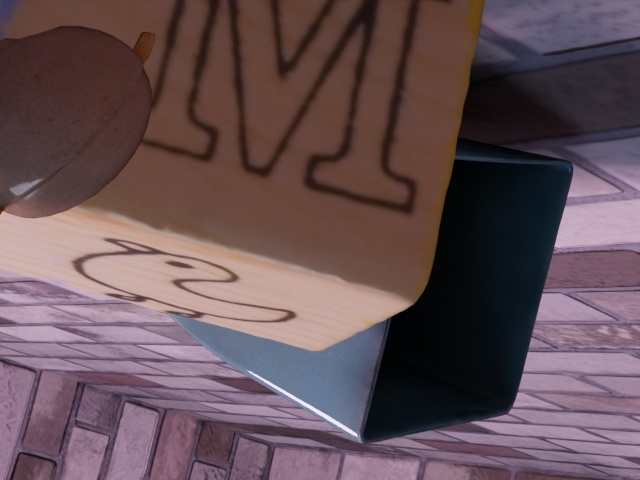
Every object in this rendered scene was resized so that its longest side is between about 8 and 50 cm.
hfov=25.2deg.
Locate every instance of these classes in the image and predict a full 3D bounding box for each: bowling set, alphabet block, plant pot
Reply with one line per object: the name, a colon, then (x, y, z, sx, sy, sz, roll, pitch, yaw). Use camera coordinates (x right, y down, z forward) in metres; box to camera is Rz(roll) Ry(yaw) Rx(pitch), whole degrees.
bowling set: (-0.044, -0.151, 0.372, 0.200, 0.287, 0.154, 51, 159, -22)
alphabet block: (-0.050, -0.071, 0.665, 0.197, 0.193, 0.192, 15, 168, -9)
plant pot: (0.000, 0.000, 0.897, 0.234, 0.165, 0.166, 20, -167, 36)
